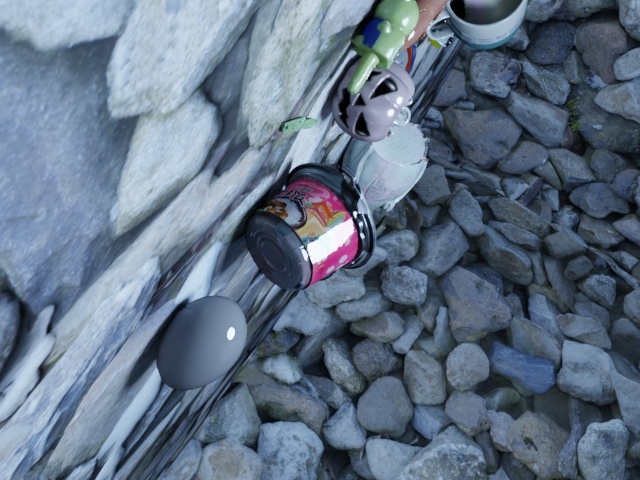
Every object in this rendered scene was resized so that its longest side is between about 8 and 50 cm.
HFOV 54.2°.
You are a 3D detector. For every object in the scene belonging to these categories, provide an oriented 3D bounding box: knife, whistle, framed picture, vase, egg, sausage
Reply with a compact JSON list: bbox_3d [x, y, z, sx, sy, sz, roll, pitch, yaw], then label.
[{"bbox_3d":[-0.036,-0.219,1.169,0.030,0.014,0.207,-57,174,21],"label":"knife"},{"bbox_3d":[0.114,-0.378,1.183,0.227,0.085,0.105,-58,174,1],"label":"whistle"},{"bbox_3d":[0.143,0.005,2.002,0.192,0.018,0.265,-47,180,12],"label":"framed picture"},{"bbox_3d":[0.158,-0.190,2.003,0.250,0.250,0.445,-53,178,-35],"label":"vase"},{"bbox_3d":[-0.226,0.195,1.190,0.198,0.146,0.146,-48,173,-14],"label":"egg"},{"bbox_3d":[0.284,-0.602,1.428,0.433,0.088,0.088,-57,175,-7],"label":"sausage"}]

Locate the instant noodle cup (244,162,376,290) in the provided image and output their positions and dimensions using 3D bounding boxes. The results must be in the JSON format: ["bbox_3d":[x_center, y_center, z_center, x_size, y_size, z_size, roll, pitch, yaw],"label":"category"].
[{"bbox_3d":[-0.037,-0.010,1.301,0.181,0.258,0.302,-36,151,-34],"label":"instant noodle cup"}]

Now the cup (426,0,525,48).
[{"bbox_3d":[0.426,-0.644,1.731,0.290,0.219,0.257,-21,173,14],"label":"cup"}]

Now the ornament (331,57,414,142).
[{"bbox_3d":[0.114,-0.288,1.300,0.177,0.177,0.177,-56,175,-8],"label":"ornament"}]

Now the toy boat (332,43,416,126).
[{"bbox_3d":[0.136,-0.370,1.565,0.318,0.072,0.219,-52,171,-13],"label":"toy boat"}]

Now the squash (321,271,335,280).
[{"bbox_3d":[0.000,0.000,1.893,0.252,0.165,0.252,21,90,-84],"label":"squash"}]

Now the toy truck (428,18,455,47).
[{"bbox_3d":[0.412,-0.698,2.089,0.111,0.076,0.077,-53,-162,-10],"label":"toy truck"}]
